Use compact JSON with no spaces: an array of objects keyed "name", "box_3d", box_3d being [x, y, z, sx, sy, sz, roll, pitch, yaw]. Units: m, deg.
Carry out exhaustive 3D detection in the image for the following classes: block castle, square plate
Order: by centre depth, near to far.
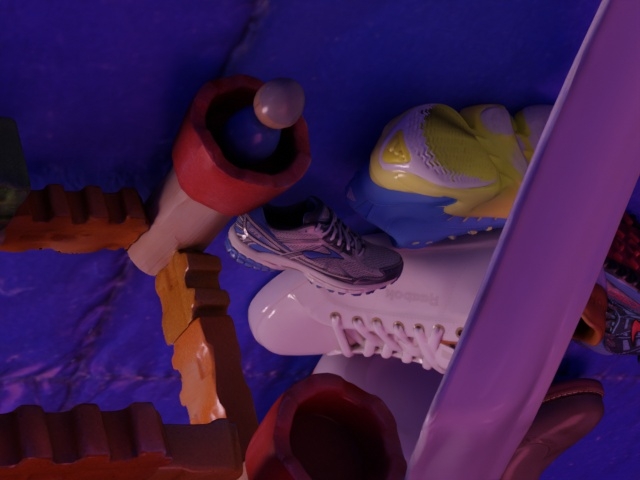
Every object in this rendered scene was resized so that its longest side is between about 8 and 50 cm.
[{"name":"block castle","box_3d":[-0.189,0.042,0.643,0.453,0.303,0.213,3,148,-34]},{"name":"square plate","box_3d":[0.135,-0.008,0.680,0.347,0.049,0.344,83,31,-69]}]

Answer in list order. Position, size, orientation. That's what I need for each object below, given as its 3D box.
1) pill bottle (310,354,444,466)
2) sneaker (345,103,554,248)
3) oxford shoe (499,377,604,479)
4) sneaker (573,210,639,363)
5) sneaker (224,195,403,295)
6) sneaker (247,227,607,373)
[{"name":"pill bottle","box_3d":[0.032,0.237,1.134,0.182,0.181,0.323,-1,138,-27]},{"name":"sneaker","box_3d":[0.119,-0.045,0.927,0.240,0.091,0.126,9,152,-37]},{"name":"oxford shoe","box_3d":[0.191,0.280,1.319,0.123,0.130,0.348,13,131,-39]},{"name":"sneaker","box_3d":[0.277,0.062,1.116,0.125,0.104,0.262,-38,141,24]},{"name":"sneaker","box_3d":[0.000,0.000,0.906,0.135,0.052,0.058,12,121,-10]},{"name":"sneaker","box_3d":[0.083,0.062,0.966,0.290,0.123,0.106,-13,142,9]}]
